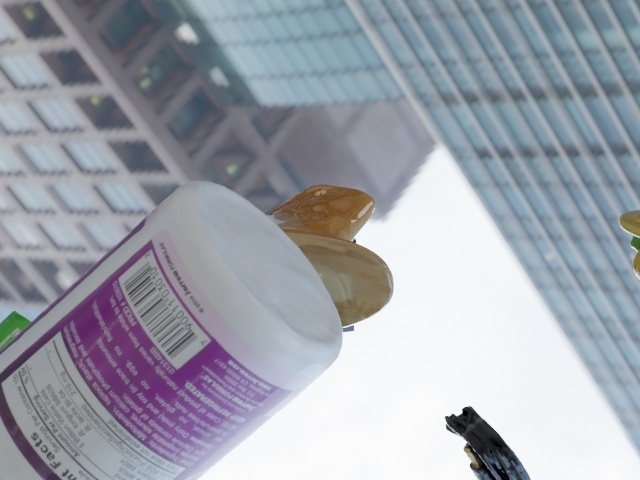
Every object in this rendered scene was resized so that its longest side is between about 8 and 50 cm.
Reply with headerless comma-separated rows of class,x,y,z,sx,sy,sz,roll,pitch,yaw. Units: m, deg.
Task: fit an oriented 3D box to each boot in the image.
boot,0.000,0.001,1.660,0.295,0.104,0.211,-4,-158,41

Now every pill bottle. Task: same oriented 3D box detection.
pill bottle,-0.143,0.110,1.229,0.301,0.169,0.169,-41,-152,17

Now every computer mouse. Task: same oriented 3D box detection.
computer mouse,0.118,0.168,0.828,0.041,0.242,0.071,-37,-152,-1

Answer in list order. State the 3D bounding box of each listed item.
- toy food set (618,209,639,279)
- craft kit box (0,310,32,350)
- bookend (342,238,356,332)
toy food set,0.339,0.018,1.405,0.218,0.071,0.128,-4,-163,-37
craft kit box,-0.312,0.216,1.413,0.061,0.250,0.246,31,-122,18
bookend,-0.027,0.078,1.810,0.156,0.072,0.157,-5,-143,-6
